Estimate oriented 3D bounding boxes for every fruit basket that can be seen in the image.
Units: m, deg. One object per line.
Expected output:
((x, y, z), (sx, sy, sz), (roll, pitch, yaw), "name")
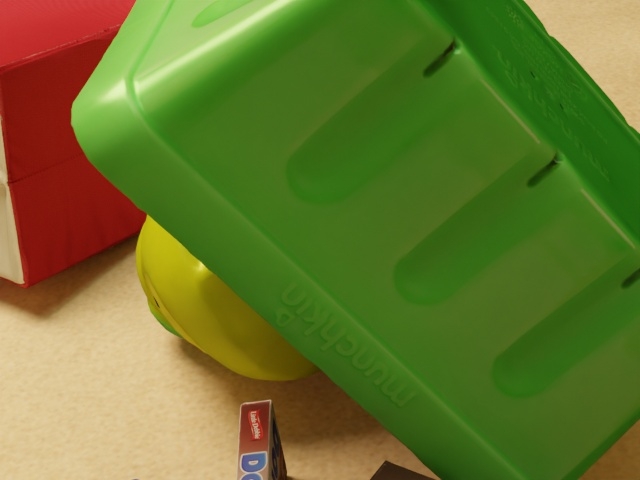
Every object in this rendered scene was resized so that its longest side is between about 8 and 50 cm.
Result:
((0.000, 0.000, 0.769), (0.392, 0.392, 0.283), (-2, 33, 9), "fruit basket")

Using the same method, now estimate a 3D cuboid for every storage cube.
((-0.241, -0.098, 1.021), (0.215, 0.184, 0.193), (18, 32, 33), "storage cube")

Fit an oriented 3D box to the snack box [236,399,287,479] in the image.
((-0.034, 0.173, 0.703), (0.022, 0.064, 0.178), (-8, 33, 4), "snack box")

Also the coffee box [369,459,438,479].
((0.102, 0.218, 0.575), (0.246, 0.098, 0.141), (15, 40, 31), "coffee box")

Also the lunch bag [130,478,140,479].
((-0.110, 0.214, 0.604), (0.096, 0.151, 0.129), (30, 33, -10), "lunch bag")
